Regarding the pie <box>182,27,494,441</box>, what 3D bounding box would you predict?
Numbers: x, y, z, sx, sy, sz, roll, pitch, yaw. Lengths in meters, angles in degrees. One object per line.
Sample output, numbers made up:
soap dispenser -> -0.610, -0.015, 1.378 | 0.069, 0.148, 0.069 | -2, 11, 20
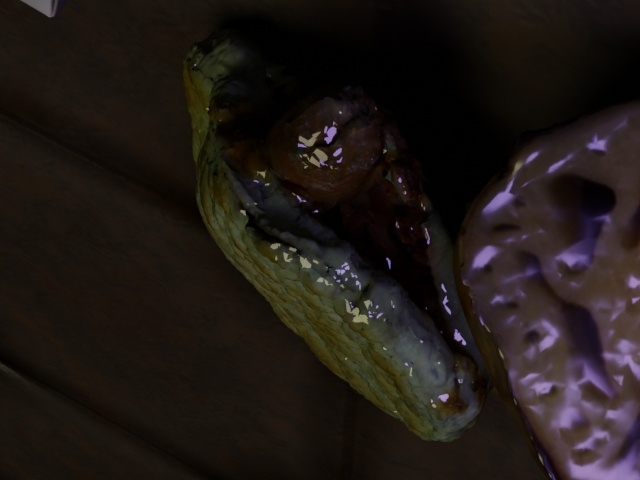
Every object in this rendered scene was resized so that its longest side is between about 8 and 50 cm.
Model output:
pie -> 0.002, 0.006, 0.983 | 0.274, 0.105, 0.257 | 35, 154, 60

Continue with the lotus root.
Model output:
lotus root -> 0.172, 0.022, 0.855 | 0.180, 0.199, 0.188 | -30, -77, -84

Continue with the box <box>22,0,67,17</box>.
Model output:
box -> -0.179, -0.230, 0.809 | 0.233, 0.149, 0.067 | 33, 156, 4
